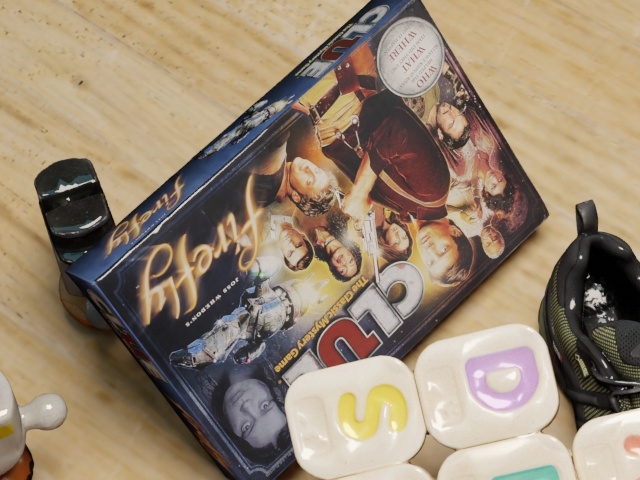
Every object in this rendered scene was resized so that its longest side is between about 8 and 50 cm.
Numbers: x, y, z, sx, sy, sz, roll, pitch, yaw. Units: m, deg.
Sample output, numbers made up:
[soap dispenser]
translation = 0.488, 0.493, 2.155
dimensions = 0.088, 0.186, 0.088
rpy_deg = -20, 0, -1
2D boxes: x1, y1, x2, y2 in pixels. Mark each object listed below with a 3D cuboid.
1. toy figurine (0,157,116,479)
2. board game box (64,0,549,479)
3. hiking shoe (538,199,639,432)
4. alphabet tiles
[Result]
[toy figurine]
translation = -0.220, 0.039, 1.083
dimensions = 0.209, 0.148, 0.213
rpy_deg = 19, 62, 12
[board game box]
translation = 0.000, 0.000, 1.058
dimensions = 0.243, 0.165, 0.042
rpy_deg = -43, 28, -16
[hiking shoe]
translation = 0.171, 0.092, 1.000
dimensions = 0.086, 0.114, 0.227
rpy_deg = -22, 59, -4
[alphabet tiles]
translation = 0.074, 0.192, 0.947
dimensions = 0.278, 0.021, 0.284
rpy_deg = -13, 80, 6
